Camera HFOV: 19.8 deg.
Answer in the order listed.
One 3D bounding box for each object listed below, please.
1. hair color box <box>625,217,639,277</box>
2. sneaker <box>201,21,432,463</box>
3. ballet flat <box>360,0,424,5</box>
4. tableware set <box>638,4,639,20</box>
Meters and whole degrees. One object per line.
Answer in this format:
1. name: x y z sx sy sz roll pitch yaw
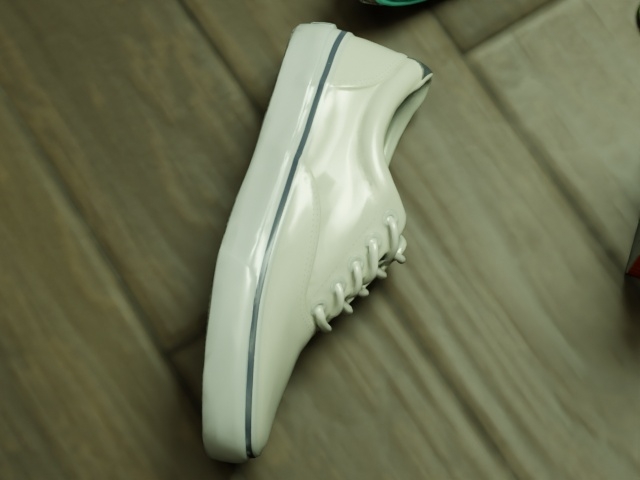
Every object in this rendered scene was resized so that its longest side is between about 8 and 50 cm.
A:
1. hair color box: 0.211 -0.038 0.972 0.053 0.167 0.093 17 74 5
2. sneaker: 0.000 0.000 0.996 0.091 0.094 0.258 12 73 8
3. ballet flat: 0.130 -0.252 1.075 0.316 0.107 0.106 -33 56 -5
4. tableware set: 0.223 -0.195 1.097 0.104 0.024 0.154 -12 75 -1
